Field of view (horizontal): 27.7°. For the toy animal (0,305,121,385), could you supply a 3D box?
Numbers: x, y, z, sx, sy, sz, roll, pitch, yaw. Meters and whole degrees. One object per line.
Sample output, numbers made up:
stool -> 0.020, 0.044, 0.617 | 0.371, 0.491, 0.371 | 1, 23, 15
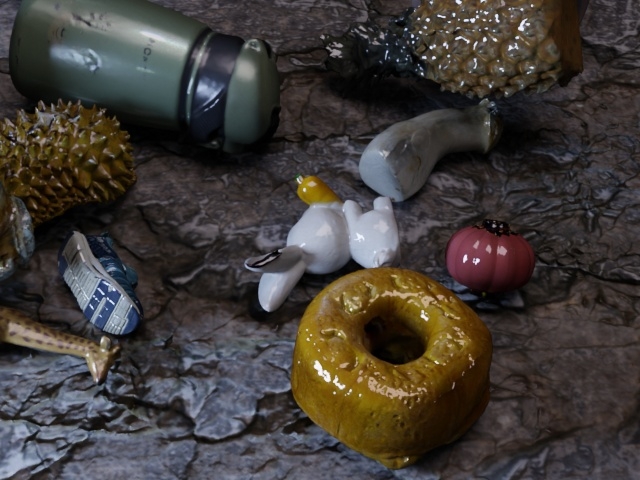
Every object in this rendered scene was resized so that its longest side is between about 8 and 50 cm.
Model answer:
toy animal -> -0.355, 0.109, 1.381 | 0.275, 0.054, 0.149 | -6, 48, -17

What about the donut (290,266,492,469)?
donut -> 0.077, 0.131, 1.393 | 0.227, 0.114, 0.226 | 4, 44, -4

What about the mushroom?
mushroom -> 0.148, -0.127, 1.696 | 0.223, 0.081, 0.092 | -28, 53, -34

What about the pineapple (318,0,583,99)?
pineapple -> 0.170, -0.272, 1.717 | 0.362, 0.202, 0.202 | -9, 38, 25

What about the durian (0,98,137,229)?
durian -> -0.346, -0.093, 1.539 | 0.250, 0.138, 0.183 | -31, 65, -27

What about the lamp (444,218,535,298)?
lamp -> 0.202, 0.022, 1.543 | 0.107, 0.092, 0.107 | 8, 9, -1

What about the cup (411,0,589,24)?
cup -> 0.248, -0.333, 1.864 | 0.200, 0.191, 0.253 | 35, 69, 20

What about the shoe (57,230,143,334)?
shoe -> -0.239, 0.047, 1.464 | 0.071, 0.064, 0.143 | -8, 49, -44

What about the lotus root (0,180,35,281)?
lotus root -> -0.480, -0.026, 1.347 | 0.349, 0.175, 0.175 | 2, 42, -28

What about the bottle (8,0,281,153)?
bottle -> -0.214, -0.220, 1.663 | 0.347, 0.168, 0.168 | 17, 44, 6

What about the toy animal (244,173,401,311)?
toy animal -> 0.000, 0.000, 1.513 | 0.182, 0.131, 0.127 | -6, 24, -3
